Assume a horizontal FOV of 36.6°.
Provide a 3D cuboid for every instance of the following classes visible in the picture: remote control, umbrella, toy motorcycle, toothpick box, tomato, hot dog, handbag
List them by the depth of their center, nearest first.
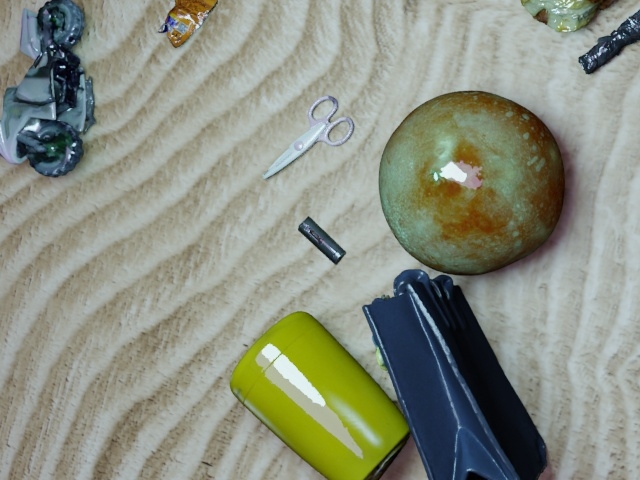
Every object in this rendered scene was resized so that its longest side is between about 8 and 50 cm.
[{"bbox_3d":[0.183,0.202,1.344,0.122,0.303,0.329,-28,79,16],"label":"handbag"},{"bbox_3d":[0.209,-0.082,1.386,0.270,0.222,0.270,-2,85,23],"label":"tomato"},{"bbox_3d":[0.382,-0.401,1.394,0.146,0.103,0.213,43,114,-4],"label":"hot dog"},{"bbox_3d":[0.437,-0.295,1.397,0.144,0.040,0.037,-38,67,16],"label":"umbrella"},{"bbox_3d":[0.008,0.255,1.486,0.271,0.175,0.175,43,104,14],"label":"toothpick box"},{"bbox_3d":[0.000,0.000,1.577,0.091,0.016,0.034,43,99,17],"label":"remote control"},{"bbox_3d":[-0.507,-0.268,1.723,0.188,0.143,0.327,-5,79,22],"label":"toy motorcycle"}]

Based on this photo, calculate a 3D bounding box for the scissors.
[{"bbox_3d":[-0.029,-0.159,1.589,0.176,0.022,0.085,-39,79,13],"label":"scissors"}]

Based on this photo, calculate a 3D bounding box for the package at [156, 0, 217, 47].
[{"bbox_3d":[-0.237,-0.392,1.673,0.077,0.033,0.111,40,98,28],"label":"package"}]
